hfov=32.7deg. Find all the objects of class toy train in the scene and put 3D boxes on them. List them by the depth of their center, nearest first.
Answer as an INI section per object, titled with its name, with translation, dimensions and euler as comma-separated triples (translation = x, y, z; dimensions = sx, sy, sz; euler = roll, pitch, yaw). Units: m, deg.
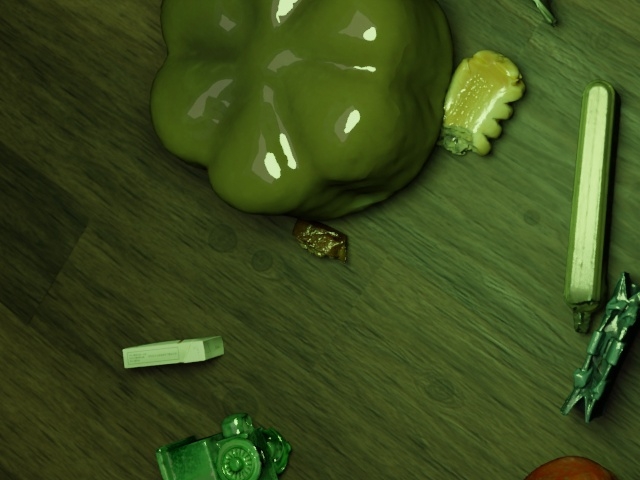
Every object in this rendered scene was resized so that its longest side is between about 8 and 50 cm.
[toy train]
translation = -0.140, 0.429, 1.826
dimensions = 0.201, 0.145, 0.266
euler = -19, 83, 20

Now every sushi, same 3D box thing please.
[sushi]
translation = 0.000, 0.000, 1.832
dimensions = 0.120, 0.052, 0.055
euler = 24, 97, 17

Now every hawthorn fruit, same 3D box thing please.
[hawthorn fruit]
translation = 0.437, 0.385, 1.643
dimensions = 0.285, 0.165, 0.165
euler = -27, 81, 10

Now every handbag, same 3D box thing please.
[handbag]
translation = 0.432, 0.158, 1.627
dimensions = 0.062, 0.179, 0.229
euler = 23, 95, 17

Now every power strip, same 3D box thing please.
[power strip]
translation = 0.420, -0.050, 1.676
dimensions = 0.066, 0.092, 0.388
euler = 6, 91, 20

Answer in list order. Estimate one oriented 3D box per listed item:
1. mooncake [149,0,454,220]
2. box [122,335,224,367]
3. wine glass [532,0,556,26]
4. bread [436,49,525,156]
[mooncake]
translation = -0.035, -0.264, 1.710
dimensions = 0.467, 0.262, 0.467
euler = -3, 84, 27
[box]
translation = -0.255, 0.193, 1.896
dimensions = 0.154, 0.084, 0.040
euler = -7, 87, 18
[wine glass]
translation = 0.406, -0.446, 1.663
dimensions = 0.232, 0.156, 0.156
euler = -41, 78, 17
[bread]
translation = 0.250, -0.215, 1.735
dimensions = 0.119, 0.084, 0.177
euler = 39, 102, 22
